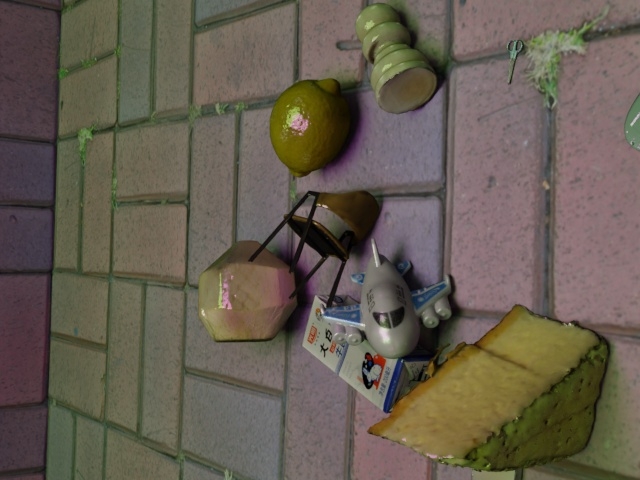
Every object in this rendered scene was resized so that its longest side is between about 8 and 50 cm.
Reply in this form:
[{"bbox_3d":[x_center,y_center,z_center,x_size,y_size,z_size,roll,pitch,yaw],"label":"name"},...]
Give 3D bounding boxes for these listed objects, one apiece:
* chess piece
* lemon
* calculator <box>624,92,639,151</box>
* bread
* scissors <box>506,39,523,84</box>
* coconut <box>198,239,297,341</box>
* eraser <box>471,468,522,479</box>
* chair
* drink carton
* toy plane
[{"bbox_3d":[0.145,-0.393,1.778,0.133,0.133,0.243,-48,47,38],"label":"chess piece"},{"bbox_3d":[-0.028,-0.255,1.923,0.184,0.184,0.249,46,124,41],"label":"lemon"},{"bbox_3d":[0.540,-0.209,1.351,0.095,0.021,0.153,56,132,35],"label":"calculator"},{"bbox_3d":[0.286,0.238,1.434,0.248,0.315,0.279,21,94,48],"label":"bread"},{"bbox_3d":[0.357,-0.332,1.592,0.036,0.006,0.083,15,100,48],"label":"scissors"},{"bbox_3d":[-0.179,0.121,2.050,0.259,0.259,0.259,-3,86,51],"label":"coconut"},{"bbox_3d":[0.323,0.477,1.585,0.103,0.023,0.151,8,95,51],"label":"eraser"},{"bbox_3d":[0.000,0.000,1.853,0.172,0.159,0.247,9,62,45],"label":"chair"},{"bbox_3d":[0.096,0.234,1.813,0.315,0.106,0.131,32,111,48],"label":"drink carton"},{"bbox_3d":[0.132,0.122,1.703,0.267,0.266,0.123,41,158,44],"label":"toy plane"}]
